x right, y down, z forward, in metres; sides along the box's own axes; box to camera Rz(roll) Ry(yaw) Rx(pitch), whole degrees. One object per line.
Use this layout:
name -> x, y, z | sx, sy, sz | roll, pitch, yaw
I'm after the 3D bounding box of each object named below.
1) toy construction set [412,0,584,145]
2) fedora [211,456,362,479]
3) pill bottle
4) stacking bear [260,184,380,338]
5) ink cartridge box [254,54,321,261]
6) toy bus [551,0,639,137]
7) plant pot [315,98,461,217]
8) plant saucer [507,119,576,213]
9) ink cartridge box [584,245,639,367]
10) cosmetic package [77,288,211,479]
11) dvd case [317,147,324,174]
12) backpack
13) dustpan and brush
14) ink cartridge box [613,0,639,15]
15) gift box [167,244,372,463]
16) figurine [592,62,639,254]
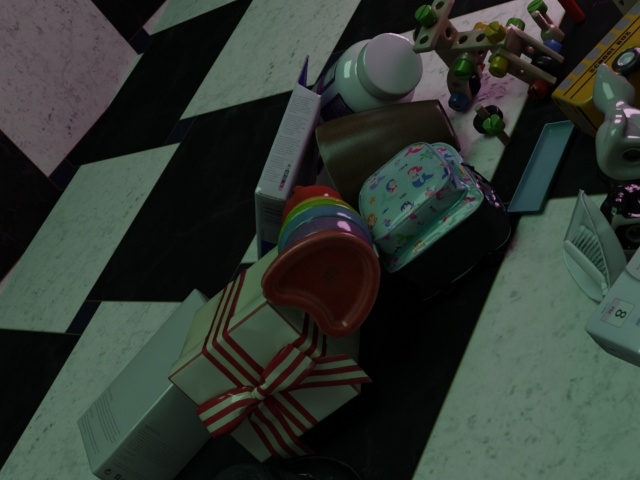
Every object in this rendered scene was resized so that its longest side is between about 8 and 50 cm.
toy construction set -> 0.317, -0.387, 1.792 | 0.309, 0.237, 0.257 | -48, 30, 0
fedora -> -0.087, 0.438, 1.461 | 0.334, 0.152, 0.334 | -33, 34, 26
pill bottle -> 0.093, -0.309, 1.973 | 0.169, 0.169, 0.301 | -60, 11, -19
stacking bear -> 0.000, 0.000, 1.582 | 0.164, 0.175, 0.289 | -52, 20, 16
ink cartridge box -> -0.051, -0.148, 1.952 | 0.324, 0.071, 0.330 | 94, -165, -65
toy bus -> 0.540, -0.312, 1.553 | 0.333, 0.108, 0.130 | -47, 28, 3
plant pot -> 0.140, -0.173, 1.839 | 0.230, 0.215, 0.215 | -25, 36, 13
plant saucer -> 0.378, -0.123, 1.633 | 0.067, 0.018, 0.192 | -3, 52, 51
ink cartridge box -> 0.409, 0.061, 0.982 | 0.189, 0.066, 0.232 | -53, 26, -8
cosmetic package -> -0.287, 0.299, 1.873 | 0.365, 0.155, 0.197 | -46, 31, 2
dvd case -> -0.016, -0.246, 2.266 | 0.179, 0.029, 0.239 | -5, 51, 51
backpack -> 0.181, -0.053, 1.655 | 0.225, 0.191, 0.253 | -40, 26, 16
dustpan and brush -> 0.395, 0.050, 1.348 | 0.060, 0.147, 0.211 | -27, 59, -15
ink cartridge box -> 0.551, -0.425, 1.637 | 0.099, 0.135, 0.056 | -31, 38, 29
gift box -> -0.064, 0.199, 1.615 | 0.255, 0.276, 0.258 | -43, 14, 21
figurine -> 0.432, -0.126, 1.391 | 0.092, 0.215, 0.209 | -8, 38, 10
